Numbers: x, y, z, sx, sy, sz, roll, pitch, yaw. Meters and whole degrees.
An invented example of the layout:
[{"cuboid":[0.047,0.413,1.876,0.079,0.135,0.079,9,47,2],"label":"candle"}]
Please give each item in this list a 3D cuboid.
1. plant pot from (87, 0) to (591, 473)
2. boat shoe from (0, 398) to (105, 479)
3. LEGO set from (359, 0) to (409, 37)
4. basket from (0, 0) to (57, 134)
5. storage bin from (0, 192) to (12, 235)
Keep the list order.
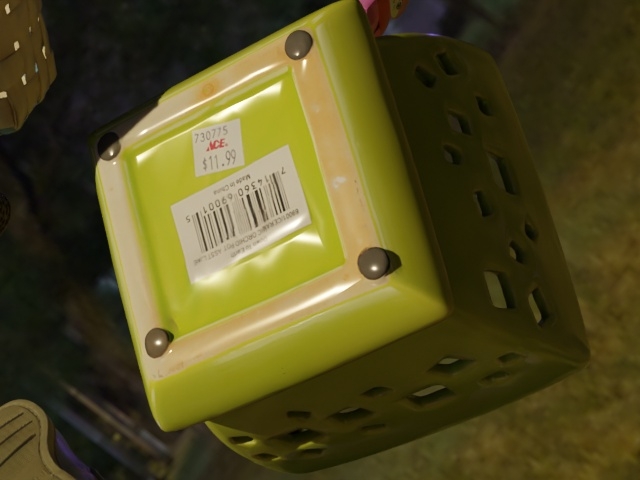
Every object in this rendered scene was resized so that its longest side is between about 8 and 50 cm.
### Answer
[{"cuboid":[0.000,0.000,0.921,0.228,0.227,0.207,-24,-21,23],"label":"plant pot"},{"cuboid":[-0.250,0.245,1.409,0.113,0.103,0.302,-41,29,-7],"label":"boat shoe"},{"cuboid":[0.017,-0.234,0.945,0.093,0.087,0.227,-49,-26,-23],"label":"LEGO set"},{"cuboid":[-0.379,-0.181,1.283,0.201,0.289,0.254,-80,-13,-60],"label":"basket"},{"cuboid":[-0.393,0.003,1.442,0.180,0.122,0.084,-56,-15,-1],"label":"storage bin"}]
